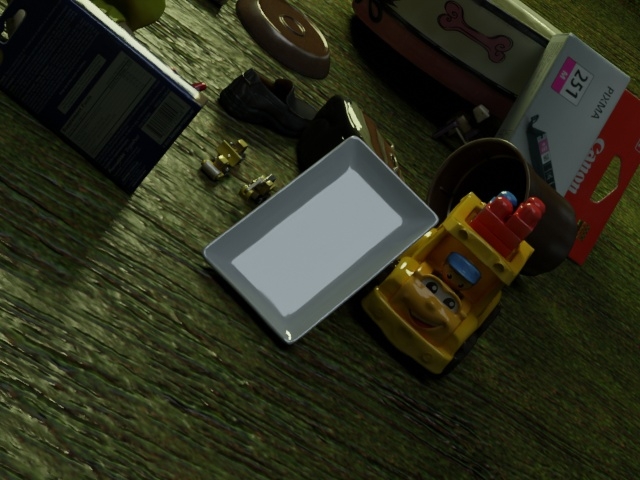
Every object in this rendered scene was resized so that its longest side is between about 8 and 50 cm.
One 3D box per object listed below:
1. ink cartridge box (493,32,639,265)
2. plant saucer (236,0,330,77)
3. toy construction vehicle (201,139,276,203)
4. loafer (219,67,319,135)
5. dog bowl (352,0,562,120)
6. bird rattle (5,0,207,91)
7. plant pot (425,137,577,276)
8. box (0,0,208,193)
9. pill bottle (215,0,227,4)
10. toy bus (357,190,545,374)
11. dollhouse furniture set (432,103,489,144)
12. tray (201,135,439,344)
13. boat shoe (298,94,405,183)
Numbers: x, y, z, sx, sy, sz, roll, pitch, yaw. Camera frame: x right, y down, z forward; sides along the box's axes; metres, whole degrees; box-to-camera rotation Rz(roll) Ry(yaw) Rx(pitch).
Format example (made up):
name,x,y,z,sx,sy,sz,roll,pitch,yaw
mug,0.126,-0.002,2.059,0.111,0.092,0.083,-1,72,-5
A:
name,x,y,z,sx,sy,sz,roll,pitch,yaw
ink cartridge box,0.379,-0.130,2.518,0.239,0.275,0.060,33,-6,-21
plant saucer,-0.047,-0.302,2.445,0.168,0.029,0.168,33,27,-19
toy construction vehicle,-0.093,-0.085,2.011,0.086,0.035,0.098,46,25,9
loafer,-0.052,-0.180,2.195,0.170,0.061,0.062,9,39,-51
dog bowl,0.227,-0.338,2.689,0.408,0.150,0.408,32,14,-9
bird rattle,-0.259,-0.210,1.924,0.207,0.143,0.253,9,52,-33
plant pot,0.257,-0.035,2.312,0.165,0.167,0.167,26,28,-46
box,-0.247,-0.170,1.800,0.225,0.136,0.036,39,25,-7
pill bottle,-0.157,-0.370,2.372,0.083,0.043,0.043,36,25,-13
toy bus,0.173,0.030,2.007,0.149,0.211,0.220,44,26,1
dollhouse furniture set,0.239,-0.162,2.592,0.081,0.091,0.114,56,20,-7
tray,0.000,0.000,1.891,0.145,0.030,0.270,46,54,7
boat shoe,0.058,-0.064,2.103,0.120,0.122,0.324,34,26,-25
